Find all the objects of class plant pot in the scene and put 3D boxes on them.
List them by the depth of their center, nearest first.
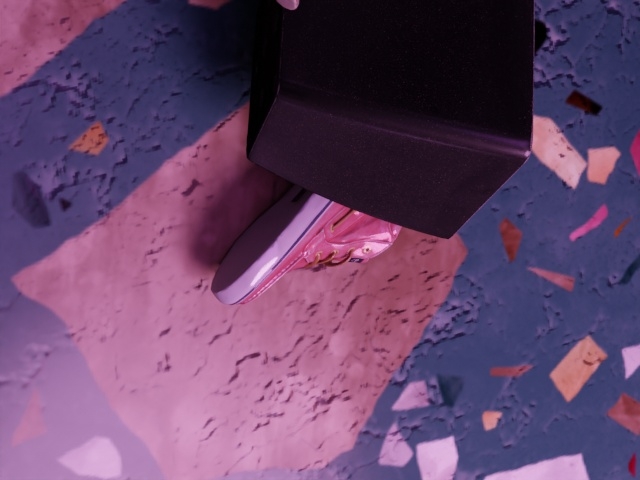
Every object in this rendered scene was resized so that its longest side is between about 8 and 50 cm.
[{"bbox_3d":[0.041,-0.124,1.013,0.166,0.188,0.188,7,71,-12],"label":"plant pot"}]

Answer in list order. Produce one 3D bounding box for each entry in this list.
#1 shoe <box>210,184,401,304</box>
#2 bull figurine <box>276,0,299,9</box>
[{"bbox_3d":[0.000,0.000,1.103,0.178,0.063,0.081,-49,113,-16],"label":"shoe"},{"bbox_3d":[-0.008,-0.270,0.934,0.188,0.310,0.101,-44,158,-19],"label":"bull figurine"}]
